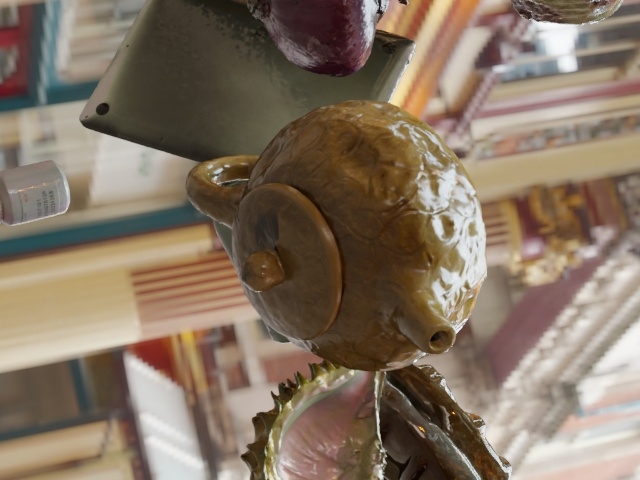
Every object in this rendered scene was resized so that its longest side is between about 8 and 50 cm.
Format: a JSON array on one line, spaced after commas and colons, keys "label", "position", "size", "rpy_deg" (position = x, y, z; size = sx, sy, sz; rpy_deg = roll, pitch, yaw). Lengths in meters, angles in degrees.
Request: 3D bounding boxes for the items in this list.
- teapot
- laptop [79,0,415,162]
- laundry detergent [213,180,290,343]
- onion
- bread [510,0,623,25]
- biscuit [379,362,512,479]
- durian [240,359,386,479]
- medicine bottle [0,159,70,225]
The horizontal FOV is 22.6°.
[{"label": "teapot", "position": [0.000, 0.000, 1.195], "size": [0.311, 0.167, 0.203], "rpy_deg": [32, -53, 41]}, {"label": "laptop", "position": [-0.068, -0.145, 1.467], "size": [0.015, 0.269, 0.187], "rpy_deg": [75, 37, -59]}, {"label": "laundry detergent", "position": [-0.056, -0.006, 1.735], "size": [0.225, 0.099, 0.070], "rpy_deg": [63, -10, -15]}, {"label": "onion", "position": [0.005, -0.159, 0.999], "size": [0.115, 0.105, 0.115], "rpy_deg": [176, -90, -86]}, {"label": "bread", "position": [0.261, -0.364, 1.580], "size": [0.338, 0.155, 0.187], "rpy_deg": [84, 5, -71]}, {"label": "biscuit", "position": [0.096, 0.276, 1.766], "size": [0.268, 0.115, 0.366], "rpy_deg": [46, -26, 13]}, {"label": "durian", "position": [-0.003, 0.153, 1.295], "size": [0.078, 0.140, 0.224], "rpy_deg": [-22, -128, 58]}, {"label": "medicine bottle", "position": [-0.280, -0.041, 1.481], "size": [0.052, 0.089, 0.052], "rpy_deg": [42, -40, 49]}]
